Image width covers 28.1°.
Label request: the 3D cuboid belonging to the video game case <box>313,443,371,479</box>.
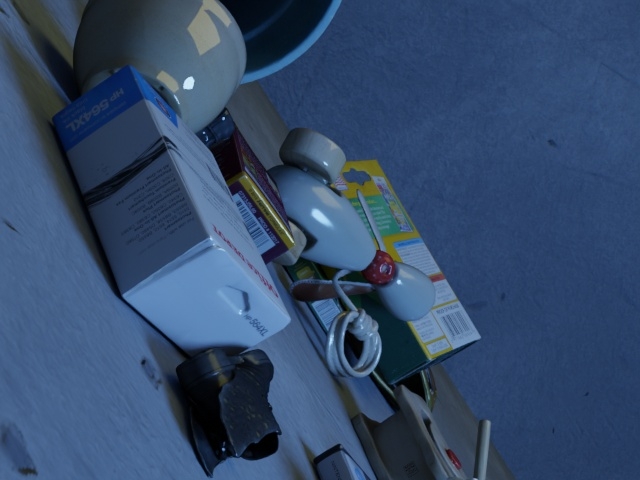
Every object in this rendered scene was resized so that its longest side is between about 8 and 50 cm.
[{"bbox_3d":[0.101,0.354,1.201,0.275,0.035,0.248,54,7,-38],"label":"video game case"}]

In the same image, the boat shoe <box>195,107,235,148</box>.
[{"bbox_3d":[-0.161,-0.181,1.434,0.127,0.113,0.340,55,6,-26],"label":"boat shoe"}]

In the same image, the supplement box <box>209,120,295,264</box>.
[{"bbox_3d":[-0.098,-0.048,1.431,0.104,0.080,0.188,55,6,-24],"label":"supplement box"}]

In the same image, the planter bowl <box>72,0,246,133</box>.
[{"bbox_3d":[-0.160,-0.151,1.181,0.162,0.162,0.109,55,33,-31],"label":"planter bowl"}]

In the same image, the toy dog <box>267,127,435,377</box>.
[{"bbox_3d":[0.000,0.000,1.674,0.161,0.220,0.334,14,-42,49],"label":"toy dog"}]

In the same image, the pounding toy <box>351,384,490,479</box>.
[{"bbox_3d":[0.162,0.280,1.535,0.154,0.155,0.269,47,11,-42],"label":"pounding toy"}]

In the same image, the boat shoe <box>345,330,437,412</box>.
[{"bbox_3d":[0.098,0.141,1.986,0.307,0.110,0.104,56,4,-16],"label":"boat shoe"}]

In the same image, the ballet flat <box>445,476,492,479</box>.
[{"bbox_3d":[0.192,0.387,1.078,0.409,0.147,0.147,52,6,-7],"label":"ballet flat"}]

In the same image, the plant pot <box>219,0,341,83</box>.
[{"bbox_3d":[-0.177,-0.431,1.768,0.341,0.341,0.334,54,-2,-38],"label":"plant pot"}]

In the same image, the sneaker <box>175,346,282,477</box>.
[{"bbox_3d":[-0.061,0.128,0.958,0.089,0.051,0.170,60,10,15],"label":"sneaker"}]

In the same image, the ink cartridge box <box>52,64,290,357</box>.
[{"bbox_3d":[-0.120,-0.017,1.026,0.148,0.086,0.203,50,10,-52],"label":"ink cartridge box"}]

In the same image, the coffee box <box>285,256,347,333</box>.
[{"bbox_3d":[-0.015,0.050,1.850,0.184,0.040,0.113,58,5,0],"label":"coffee box"}]

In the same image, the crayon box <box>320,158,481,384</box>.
[{"bbox_3d":[0.091,0.039,1.889,0.323,0.083,0.203,61,26,10],"label":"crayon box"}]
